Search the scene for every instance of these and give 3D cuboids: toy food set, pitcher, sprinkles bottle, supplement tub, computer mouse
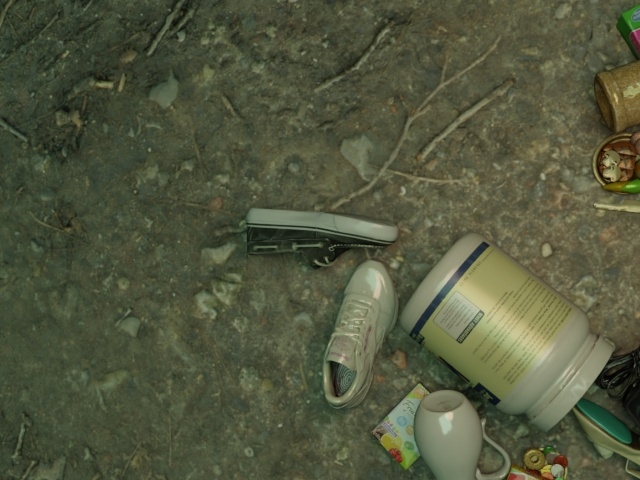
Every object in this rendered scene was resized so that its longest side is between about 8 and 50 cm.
[{"bbox_3d":[0.594,-0.151,1.387,0.132,0.038,0.192,4,85,14],"label":"toy food set"},{"bbox_3d":[0.430,0.436,1.373,0.082,0.020,0.083,-6,82,13],"label":"toy food set"},{"bbox_3d":[0.268,0.383,1.351,0.177,0.125,0.207,-17,107,-14],"label":"pitcher"},{"bbox_3d":[0.679,-0.302,1.273,0.355,0.121,0.121,-19,80,11],"label":"sprinkles bottle"},{"bbox_3d":[0.334,0.165,1.315,0.324,0.235,0.235,39,94,15],"label":"supplement tub"},{"bbox_3d":[0.622,0.304,1.259,0.188,0.072,0.272,-36,62,26],"label":"computer mouse"}]

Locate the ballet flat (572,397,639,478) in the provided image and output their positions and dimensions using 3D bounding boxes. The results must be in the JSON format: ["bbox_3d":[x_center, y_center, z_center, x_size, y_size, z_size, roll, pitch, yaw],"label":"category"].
[{"bbox_3d":[0.562,0.382,1.322,0.248,0.086,0.086,28,91,14],"label":"ballet flat"}]

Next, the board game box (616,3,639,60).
[{"bbox_3d":[0.751,-0.344,1.356,0.242,0.064,0.317,-27,78,10],"label":"board game box"}]

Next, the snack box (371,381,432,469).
[{"bbox_3d":[0.184,0.367,1.431,0.100,0.037,0.141,45,94,12],"label":"snack box"}]

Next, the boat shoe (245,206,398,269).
[{"bbox_3d":[0.000,0.000,1.490,0.334,0.121,0.119,5,93,25],"label":"boat shoe"}]

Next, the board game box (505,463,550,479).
[{"bbox_3d":[0.375,0.569,1.357,0.124,0.039,0.260,21,97,16],"label":"board game box"}]

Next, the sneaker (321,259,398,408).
[{"bbox_3d":[0.077,0.187,1.420,0.114,0.152,0.305,11,85,17],"label":"sneaker"}]
